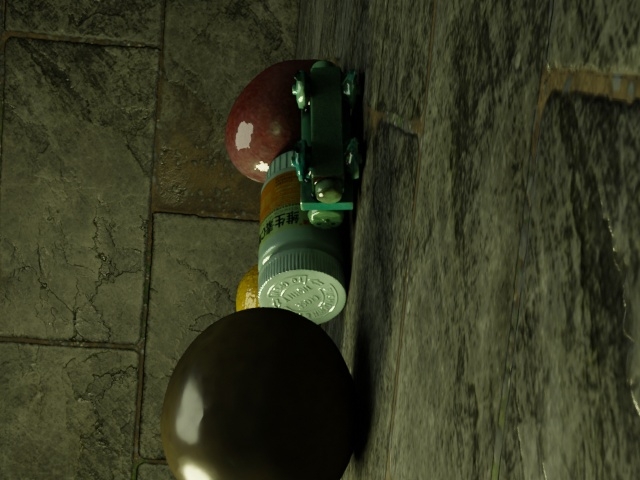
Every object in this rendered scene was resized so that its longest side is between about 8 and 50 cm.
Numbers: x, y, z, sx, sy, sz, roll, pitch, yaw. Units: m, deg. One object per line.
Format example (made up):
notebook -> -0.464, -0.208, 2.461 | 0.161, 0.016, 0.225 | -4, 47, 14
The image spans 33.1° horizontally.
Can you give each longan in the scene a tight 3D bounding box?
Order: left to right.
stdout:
longan -> -0.090, 0.262, 1.614 | 0.319, 0.319, 0.318 | -176, 90, -84

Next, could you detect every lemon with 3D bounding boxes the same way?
lemon -> -0.090, 0.141, 2.298 | 0.187, 0.187, 0.244 | 104, 152, -60

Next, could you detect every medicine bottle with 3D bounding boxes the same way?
medicine bottle -> -0.034, -0.013, 1.966 | 0.158, 0.158, 0.318 | 100, 173, -46

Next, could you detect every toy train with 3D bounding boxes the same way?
toy train -> 0.011, -0.165, 1.876 | 0.194, 0.120, 0.298 | 89, -179, -55

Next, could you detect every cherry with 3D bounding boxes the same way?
cherry -> -0.070, -0.230, 2.166 | 0.307, 0.221, 0.261 | -65, -14, 7
